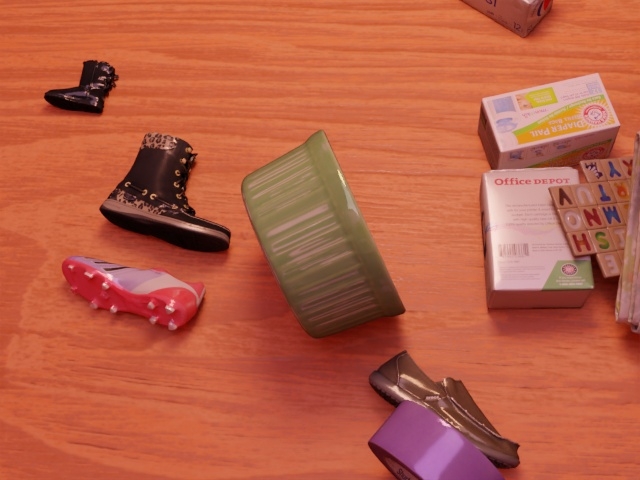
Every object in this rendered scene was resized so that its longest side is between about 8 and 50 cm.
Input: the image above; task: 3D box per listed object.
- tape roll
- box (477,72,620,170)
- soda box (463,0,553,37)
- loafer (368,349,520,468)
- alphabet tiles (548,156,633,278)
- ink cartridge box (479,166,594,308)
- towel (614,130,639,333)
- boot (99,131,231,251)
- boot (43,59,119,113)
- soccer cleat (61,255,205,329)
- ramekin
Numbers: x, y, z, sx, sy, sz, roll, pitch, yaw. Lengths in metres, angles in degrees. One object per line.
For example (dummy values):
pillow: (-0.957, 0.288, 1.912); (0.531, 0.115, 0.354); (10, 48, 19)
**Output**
tape roll: (0.161, 0.312, 1.190); (0.189, 0.189, 0.080); (37, 74, 20)
box: (0.381, -0.189, 1.453); (0.203, 0.103, 0.114); (-13, 64, 0)
soda box: (0.298, -0.506, 1.618); (0.286, 0.098, 0.091); (38, 74, 21)
loafer: (0.191, 0.243, 1.272); (0.251, 0.094, 0.087); (32, 76, 19)
alphabet tiles: (0.474, -0.041, 1.362); (0.237, 0.009, 0.198); (-6, 68, -24)
ink cartridge box: (0.338, -0.004, 1.376); (0.154, 0.093, 0.212); (-2, 66, 4)
towel: (0.626, -0.015, 1.248); (0.375, 0.090, 0.320); (1, 108, -1)
boot: (-0.241, -0.087, 1.483); (0.236, 0.085, 0.178); (15, 65, 13)
boot: (-0.449, -0.294, 1.627); (0.121, 0.045, 0.099); (9, 68, 3)
soccer cleat: (-0.310, 0.074, 1.427); (0.248, 0.083, 0.095); (17, 38, 19)
ramekin: (0.000, 0.000, 1.304); (0.148, 0.303, 0.303); (-24, 64, 3)
